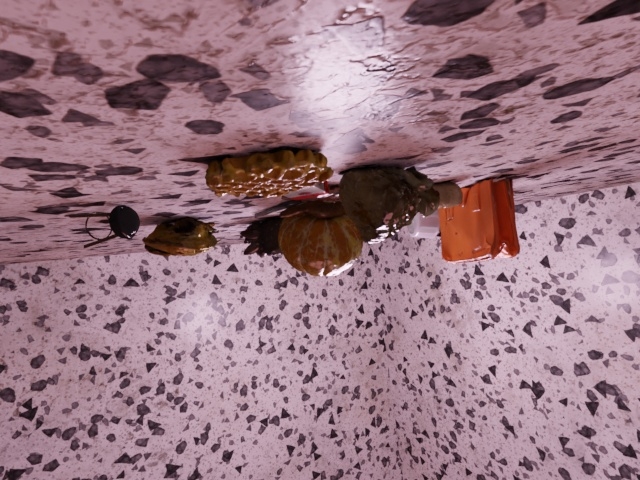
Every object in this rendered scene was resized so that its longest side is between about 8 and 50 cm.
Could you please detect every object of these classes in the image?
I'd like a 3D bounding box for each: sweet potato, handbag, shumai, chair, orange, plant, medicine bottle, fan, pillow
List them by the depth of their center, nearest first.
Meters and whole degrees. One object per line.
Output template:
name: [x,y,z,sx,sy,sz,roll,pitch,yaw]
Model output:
shumai: [0.182,-0.121,1.049,0.218,0.188,0.256,-25,166,-13]
chair: [-0.596,-0.047,1.136,0.222,0.104,0.095,-3,-155,31]
pillow: [0.007,-0.137,1.211,0.233,0.043,0.126,-4,177,-38]
sweet potato: [-0.009,-0.111,1.397,0.270,0.074,0.075,-5,177,-15]
fan: [-0.164,-0.114,1.485,0.057,0.023,0.282,-16,-177,-37]
orange: [0.000,0.000,1.524,0.330,0.248,0.329,-2,-156,1]
handbag: [0.599,-0.065,1.574,0.116,0.302,0.410,-5,175,-10]
plant: [-0.226,-0.014,1.871,0.321,0.181,0.194,-15,173,36]
medicine bottle: [0.644,-0.082,2.032,0.396,0.242,0.242,-1,177,-7]

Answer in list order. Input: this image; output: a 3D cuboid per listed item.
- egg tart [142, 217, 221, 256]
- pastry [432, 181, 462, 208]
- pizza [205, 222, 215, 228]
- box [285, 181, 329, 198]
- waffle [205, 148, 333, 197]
egg tart: [-0.517,-0.026,1.513,0.298,0.132,0.297,2,-170,0]
pastry: [0.424,-0.155,1.431,0.157,0.091,0.156,-4,179,0]
pizza: [-0.487,-0.060,1.750,0.084,0.025,0.078,-8,175,12]
box: [-0.045,-0.138,1.019,0.100,0.048,0.152,-6,176,15]
waffle: [-0.113,-0.133,0.797,0.219,0.057,0.229,-5,176,-41]
